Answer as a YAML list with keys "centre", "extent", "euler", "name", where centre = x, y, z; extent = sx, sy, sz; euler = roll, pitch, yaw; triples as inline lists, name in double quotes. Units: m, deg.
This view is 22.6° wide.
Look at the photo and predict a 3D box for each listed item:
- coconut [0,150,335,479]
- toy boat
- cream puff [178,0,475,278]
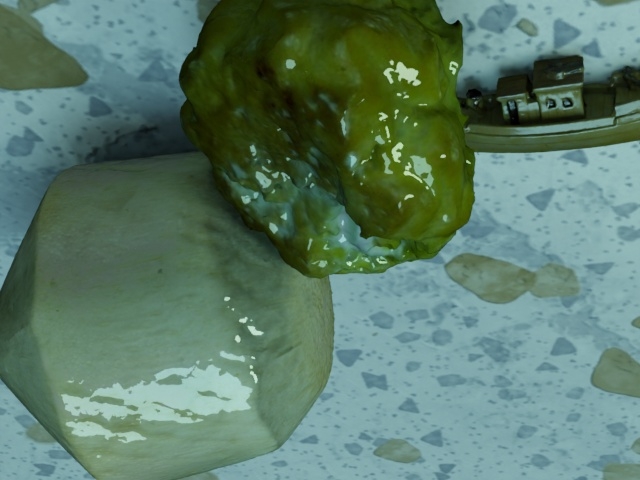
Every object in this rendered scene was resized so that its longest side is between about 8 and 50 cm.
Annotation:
- centre: [-0.155, 0.074, 1.425]
  extent: [0.329, 0.328, 0.328]
  euler: [3, 142, 3]
  name: "coconut"
- centre: [0.194, -0.115, 1.330]
  extent: [0.206, 0.064, 0.072]
  euler: [-4, 127, 12]
  name: "toy boat"
- centre: [0.027, -0.100, 1.260]
  extent: [0.282, 0.185, 0.282]
  euler: [30, 145, 24]
  name: "cream puff"
